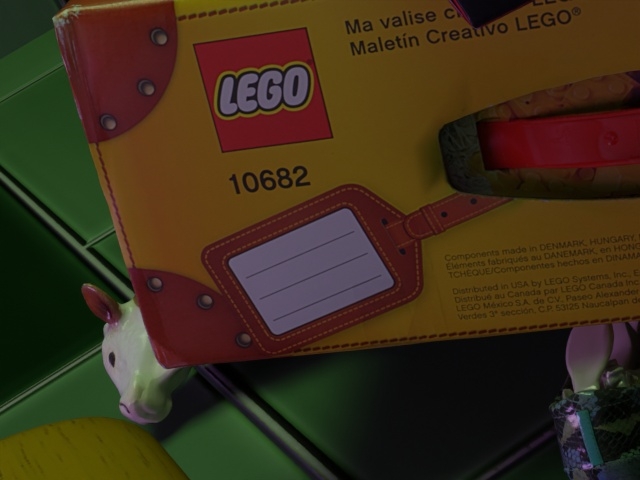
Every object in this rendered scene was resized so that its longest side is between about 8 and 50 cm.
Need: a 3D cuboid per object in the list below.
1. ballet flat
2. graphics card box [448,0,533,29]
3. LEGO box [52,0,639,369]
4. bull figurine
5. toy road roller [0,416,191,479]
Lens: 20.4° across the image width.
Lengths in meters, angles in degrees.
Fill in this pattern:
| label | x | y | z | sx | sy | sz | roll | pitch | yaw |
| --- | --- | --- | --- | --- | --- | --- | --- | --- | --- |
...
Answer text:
| label | x | y | z | sx | sy | sz | roll | pitch | yaw |
| --- | --- | --- | --- | --- | --- | --- | --- | --- | --- |
| ballet flat | 0.149 | 0.046 | 0.860 | 0.070 | 0.070 | 0.188 | -18 | 22 | 24 |
| graphics card box | 0.207 | -0.222 | 0.607 | 0.371 | 0.094 | 0.233 | -26 | 15 | 37 |
| LEGO box | 0.174 | -0.128 | 0.905 | 0.500 | 0.193 | 0.372 | -7 | 26 | 16 |
| bull figurine | 0.000 | 0.000 | 1.104 | 0.310 | 0.101 | 0.188 | -41 | 28 | -29 |
| toy road roller | -0.116 | 0.193 | 0.511 | 0.330 | 0.240 | 0.202 | -11 | 15 | -18 |
